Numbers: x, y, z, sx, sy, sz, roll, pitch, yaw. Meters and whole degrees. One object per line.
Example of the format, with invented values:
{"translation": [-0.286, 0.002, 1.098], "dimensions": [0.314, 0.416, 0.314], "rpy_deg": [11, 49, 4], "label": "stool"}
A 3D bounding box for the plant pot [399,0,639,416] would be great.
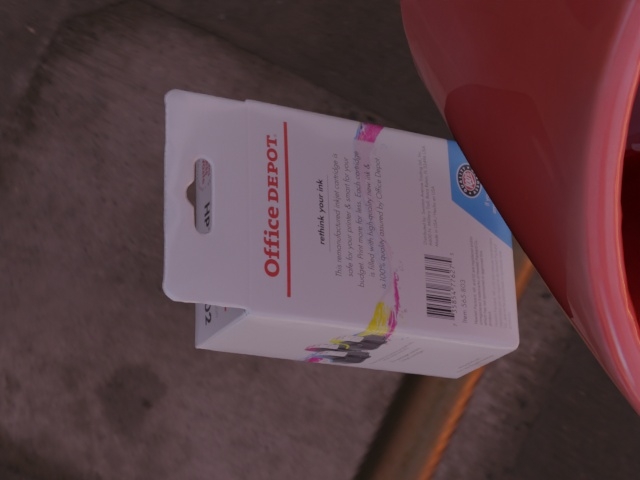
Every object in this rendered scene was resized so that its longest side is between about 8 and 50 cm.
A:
{"translation": [0.162, -0.079, 0.533], "dimensions": [0.275, 0.243, 0.275], "rpy_deg": [-7, 113, -17], "label": "plant pot"}

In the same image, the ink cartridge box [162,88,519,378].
{"translation": [0.000, 0.000, 0.692], "dimensions": [0.181, 0.061, 0.104], "rpy_deg": [9, 66, -26], "label": "ink cartridge box"}
